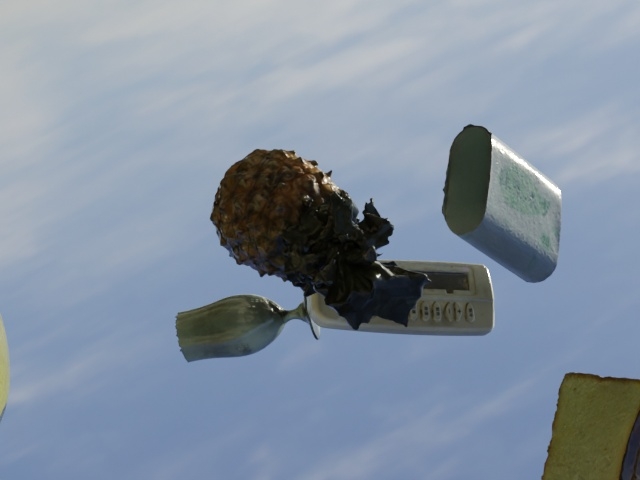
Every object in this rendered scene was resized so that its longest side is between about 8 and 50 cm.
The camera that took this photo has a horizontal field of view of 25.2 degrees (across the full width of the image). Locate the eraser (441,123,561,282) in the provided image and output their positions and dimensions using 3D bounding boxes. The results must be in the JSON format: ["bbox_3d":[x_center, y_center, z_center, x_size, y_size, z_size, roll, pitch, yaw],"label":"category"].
[{"bbox_3d":[0.276,-0.053,2.150,0.081,0.227,0.174,-5,-113,38],"label":"eraser"}]

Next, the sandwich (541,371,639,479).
[{"bbox_3d":[0.355,0.278,1.818,0.186,0.065,0.214,-6,-114,60],"label":"sandwich"}]

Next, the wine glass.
[{"bbox_3d":[-0.107,0.122,2.099,0.202,0.093,0.093,-13,-160,6],"label":"wine glass"}]

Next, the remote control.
[{"bbox_3d":[0.097,0.071,1.731,0.230,0.090,0.049,3,155,-15],"label":"remote control"}]

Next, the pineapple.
[{"bbox_3d":[0.000,0.001,1.319,0.128,0.128,0.248,-33,-146,-18],"label":"pineapple"}]

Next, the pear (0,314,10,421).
[{"bbox_3d":[-0.543,0.161,1.730,0.413,0.352,0.352,-55,180,34],"label":"pear"}]
